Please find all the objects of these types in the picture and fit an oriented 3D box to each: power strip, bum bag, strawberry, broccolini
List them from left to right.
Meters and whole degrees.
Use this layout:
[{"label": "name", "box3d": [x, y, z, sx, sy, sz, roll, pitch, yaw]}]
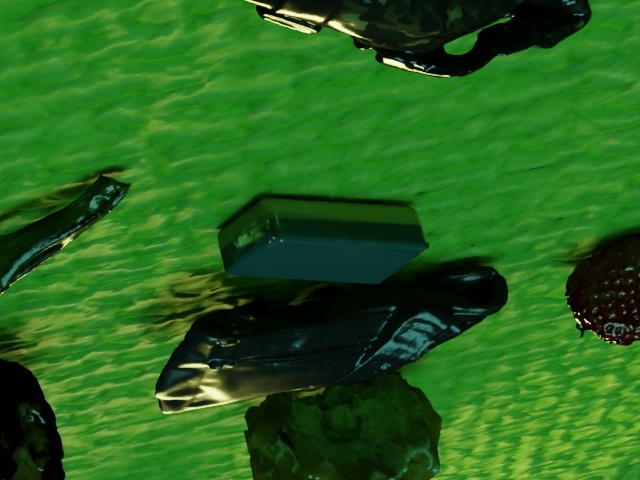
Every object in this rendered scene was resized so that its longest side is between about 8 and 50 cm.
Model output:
[{"label": "broccolini", "box3d": [-0.191, 0.009, 1.115, 0.201, 0.058, 0.074, -37, 167, 15]}, {"label": "power strip", "box3d": [0.000, 0.000, 1.196, 0.123, 0.032, 0.056, 3, 152, -35]}, {"label": "bum bag", "box3d": [0.003, 0.065, 1.322, 0.248, 0.060, 0.123, -3, 157, -28]}, {"label": "bum bag", "box3d": [0.034, -0.119, 0.879, 0.102, 0.069, 0.248, 2, 172, 29]}, {"label": "strawberry", "box3d": [0.211, 0.033, 1.362, 0.073, 0.073, 0.083, 9, 136, -44]}]

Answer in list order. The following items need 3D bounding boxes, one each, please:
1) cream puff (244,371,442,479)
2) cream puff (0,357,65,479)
[{"label": "cream puff", "box3d": [0.017, 0.167, 1.495, 0.156, 0.121, 0.156, -17, 163, -5]}, {"label": "cream puff", "box3d": [-0.279, 0.167, 1.262, 0.239, 0.165, 0.239, -10, 155, -5]}]
